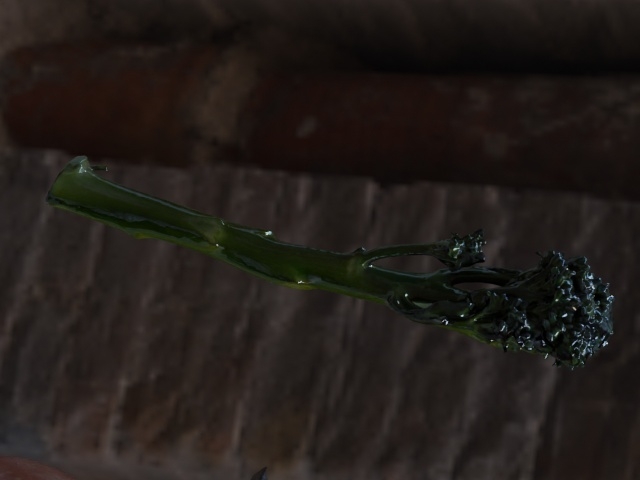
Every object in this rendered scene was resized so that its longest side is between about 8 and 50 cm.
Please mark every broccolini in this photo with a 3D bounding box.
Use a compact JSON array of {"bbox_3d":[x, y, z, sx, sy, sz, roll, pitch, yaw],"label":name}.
[{"bbox_3d":[0.002,-0.001,1.195,0.079,0.392,0.074,44,65,-75],"label":"broccolini"}]

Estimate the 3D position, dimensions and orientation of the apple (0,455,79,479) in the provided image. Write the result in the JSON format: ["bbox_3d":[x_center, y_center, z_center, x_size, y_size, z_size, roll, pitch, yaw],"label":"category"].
[{"bbox_3d":[-0.151,0.204,0.904,0.162,0.201,0.201,-3,97,-50],"label":"apple"}]

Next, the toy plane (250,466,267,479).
[{"bbox_3d":[-0.034,0.286,1.583,0.155,0.106,0.382,53,14,0],"label":"toy plane"}]
